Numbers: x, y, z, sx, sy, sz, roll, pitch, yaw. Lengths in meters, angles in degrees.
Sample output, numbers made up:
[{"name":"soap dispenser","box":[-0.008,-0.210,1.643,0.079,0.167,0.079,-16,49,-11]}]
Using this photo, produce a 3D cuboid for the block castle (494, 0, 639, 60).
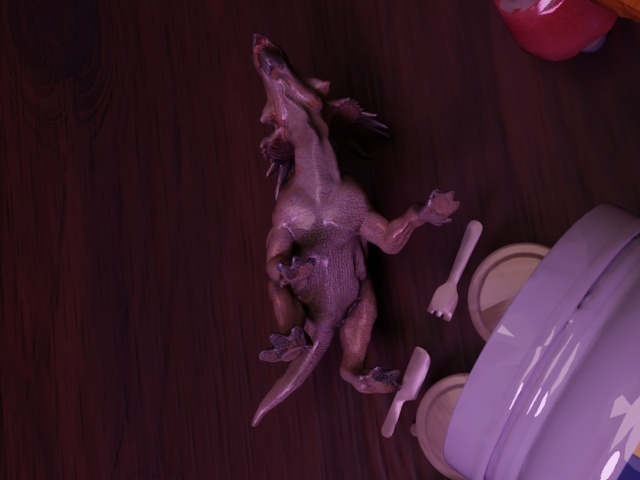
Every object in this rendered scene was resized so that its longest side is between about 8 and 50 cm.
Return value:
[{"name":"block castle","box":[0.327,-0.263,0.542,0.453,0.213,0.303,-51,50,8]}]

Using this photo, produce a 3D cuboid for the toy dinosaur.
[{"name":"toy dinosaur","box":[0.000,0.000,0.744,0.200,0.127,0.295,-117,33,-58]}]

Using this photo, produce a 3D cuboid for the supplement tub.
[{"name":"supplement tub","box":[0.250,0.136,0.509,0.316,0.228,0.228,32,100,26]}]

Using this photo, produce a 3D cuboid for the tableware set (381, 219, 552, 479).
[{"name":"tableware set","box":[0.137,0.092,0.703,0.128,0.039,0.194,26,103,19]}]
